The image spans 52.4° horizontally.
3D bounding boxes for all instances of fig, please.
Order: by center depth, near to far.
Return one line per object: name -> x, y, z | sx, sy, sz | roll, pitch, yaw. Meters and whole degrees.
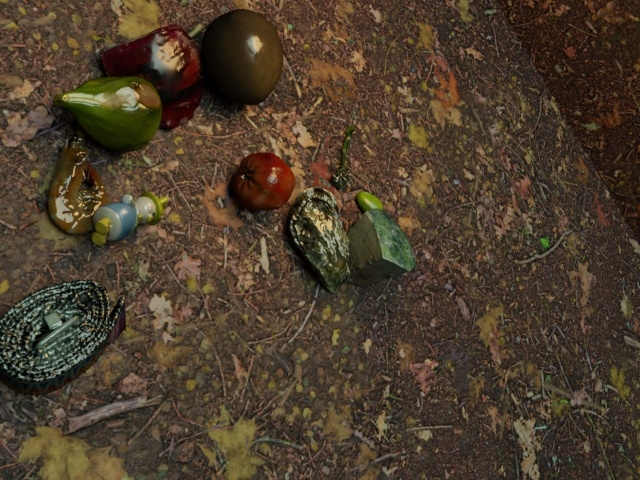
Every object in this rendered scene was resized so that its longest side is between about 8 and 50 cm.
fig -> -0.552, -0.337, 1.656 | 0.275, 0.206, 0.205 | 2, 76, -45

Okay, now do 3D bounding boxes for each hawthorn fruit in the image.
hawthorn fruit -> -0.157, -0.170, 1.951 | 0.200, 0.179, 0.179 | 17, 66, -55

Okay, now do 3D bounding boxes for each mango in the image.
mango -> 0.169, -0.127, 2.248 | 0.108, 0.056, 0.073 | 42, 51, -5

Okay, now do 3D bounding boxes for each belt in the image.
belt -> -0.608, 0.217, 1.502 | 0.207, 0.160, 0.295 | 42, 53, 1

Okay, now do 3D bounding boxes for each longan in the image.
longan -> -0.231, -0.549, 1.951 | 0.243, 0.300, 0.300 | -1, 73, 5

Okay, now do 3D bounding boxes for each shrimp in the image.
shrimp -> -0.607, -0.152, 1.665 | 0.152, 0.063, 0.287 | 17, 70, -35

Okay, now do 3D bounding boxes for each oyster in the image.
oyster -> 0.004, 0.004, 2.043 | 0.158, 0.162, 0.350 | -35, 110, -69

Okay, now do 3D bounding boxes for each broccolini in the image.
broccolini -> 0.091, -0.292, 2.238 | 0.071, 0.058, 0.254 | 66, 36, -63

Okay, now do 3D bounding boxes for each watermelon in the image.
watermelon -> 0.165, 0.049, 2.120 | 0.228, 0.258, 0.387 | 57, 7, 8

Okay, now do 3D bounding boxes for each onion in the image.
onion -> -0.425, -0.476, 1.846 | 0.314, 0.146, 0.280 | -41, 107, -41

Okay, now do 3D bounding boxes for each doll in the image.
doll -> -0.492, -0.064, 1.684 | 0.241, 0.099, 0.135 | -28, 121, -51
